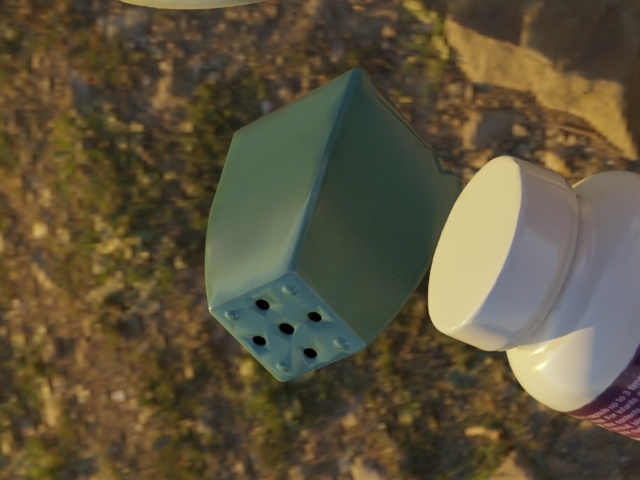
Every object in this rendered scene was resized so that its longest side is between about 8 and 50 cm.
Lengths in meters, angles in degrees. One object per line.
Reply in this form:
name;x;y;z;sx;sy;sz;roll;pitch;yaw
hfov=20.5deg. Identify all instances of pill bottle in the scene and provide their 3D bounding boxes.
pill bottle;0.232;0.052;1.194;0.301;0.169;0.169;21;108;-18

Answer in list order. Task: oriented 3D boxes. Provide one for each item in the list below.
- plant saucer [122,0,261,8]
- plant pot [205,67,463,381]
plant saucer;-0.037;-0.328;1.120;0.400;0.100;0.400;-12;53;16
plant pot;0.000;0.000;1.608;0.165;0.234;0.165;-25;120;34
